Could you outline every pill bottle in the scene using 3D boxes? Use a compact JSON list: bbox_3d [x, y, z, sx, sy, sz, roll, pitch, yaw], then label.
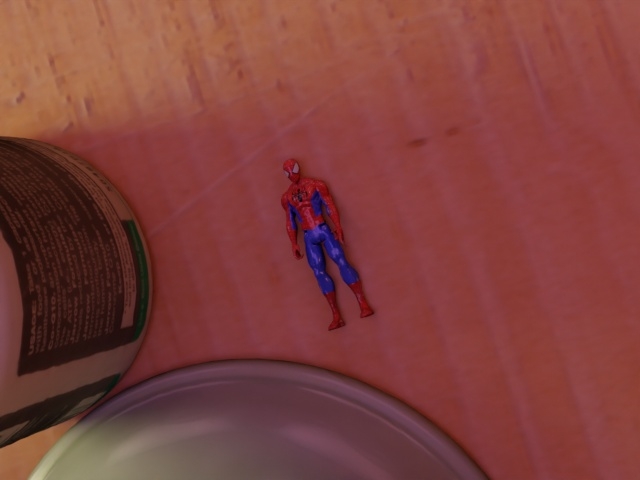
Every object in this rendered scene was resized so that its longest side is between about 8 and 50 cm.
[{"bbox_3d":[-0.247,0.037,1.111,0.204,0.361,0.204,1,92,12],"label":"pill bottle"}]

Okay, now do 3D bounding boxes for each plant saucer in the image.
[{"bbox_3d":[-0.050,0.279,1.208,0.400,0.100,0.400,0,92,14],"label":"plant saucer"}]

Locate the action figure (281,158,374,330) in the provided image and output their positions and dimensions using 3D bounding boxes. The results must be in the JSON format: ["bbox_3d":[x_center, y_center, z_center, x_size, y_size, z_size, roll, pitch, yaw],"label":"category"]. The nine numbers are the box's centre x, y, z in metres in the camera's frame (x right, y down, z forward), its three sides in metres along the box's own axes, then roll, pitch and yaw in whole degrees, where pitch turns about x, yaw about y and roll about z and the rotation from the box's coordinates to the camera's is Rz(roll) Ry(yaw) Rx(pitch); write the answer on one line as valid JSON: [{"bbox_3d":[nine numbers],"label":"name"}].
[{"bbox_3d":[0.000,0.000,1.222,0.038,0.030,0.115,-23,85,19],"label":"action figure"}]
